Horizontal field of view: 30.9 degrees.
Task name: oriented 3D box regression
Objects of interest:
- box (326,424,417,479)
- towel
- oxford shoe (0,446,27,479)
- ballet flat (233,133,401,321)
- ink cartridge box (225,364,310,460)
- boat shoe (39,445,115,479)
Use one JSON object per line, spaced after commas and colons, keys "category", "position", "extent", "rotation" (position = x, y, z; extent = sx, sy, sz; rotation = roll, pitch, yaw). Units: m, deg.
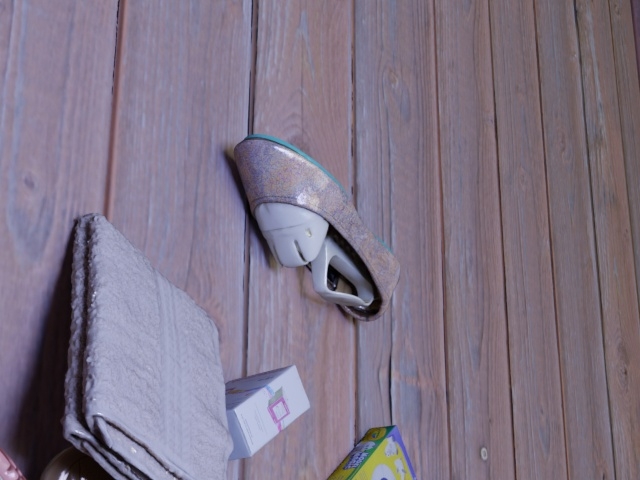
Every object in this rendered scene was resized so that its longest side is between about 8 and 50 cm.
{"category": "box", "position": [0.057, 0.306, 1.377], "extent": [0.179, 0.043, 0.105], "rotation": [-37, 110, -55]}
{"category": "towel", "position": [-0.151, 0.111, 1.025], "extent": [0.187, 0.049, 0.282], "rotation": [49, 18, -37]}
{"category": "oxford shoe", "position": [-0.291, 0.182, 0.825], "extent": [0.146, 0.140, 0.397], "rotation": [-32, 114, -25]}
{"category": "ballet flat", "position": [0.000, 0.000, 1.349], "extent": [0.316, 0.108, 0.106], "rotation": [42, 53, -41]}
{"category": "ink cartridge box", "position": [-0.080, 0.176, 1.163], "extent": [0.122, 0.089, 0.052], "rotation": [-28, 99, -58]}
{"category": "boat shoe", "position": [-0.162, 0.295, 1.007], "extent": [0.104, 0.089, 0.285], "rotation": [-38, 110, -28]}
